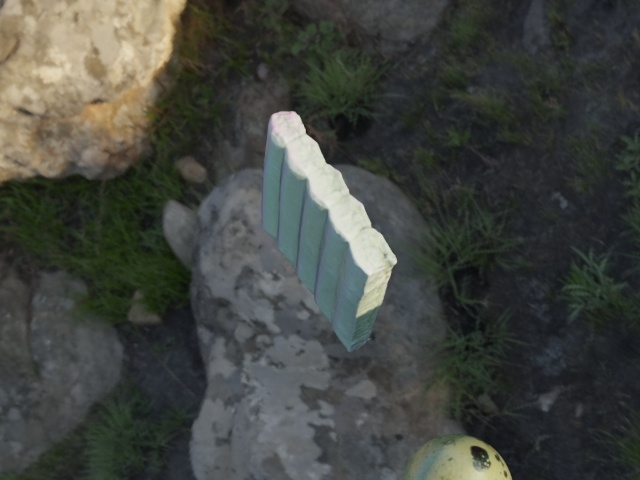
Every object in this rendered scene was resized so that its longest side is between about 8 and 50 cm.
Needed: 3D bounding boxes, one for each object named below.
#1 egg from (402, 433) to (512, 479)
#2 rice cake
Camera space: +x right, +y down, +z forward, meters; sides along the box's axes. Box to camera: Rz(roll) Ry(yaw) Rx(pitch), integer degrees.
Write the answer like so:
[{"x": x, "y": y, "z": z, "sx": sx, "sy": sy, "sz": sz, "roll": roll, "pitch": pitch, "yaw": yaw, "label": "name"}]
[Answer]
[{"x": 0.213, "y": 0.415, "z": 1.333, "sx": 0.228, "sy": 0.177, "sz": 0.177, "roll": 109, "pitch": 148, "yaw": -42, "label": "egg"}, {"x": 0.000, "y": 0.000, "z": 0.760, "sx": 0.037, "sy": 0.198, "sz": 0.189, "roll": -30, "pitch": 77, "yaw": -17, "label": "rice cake"}]
